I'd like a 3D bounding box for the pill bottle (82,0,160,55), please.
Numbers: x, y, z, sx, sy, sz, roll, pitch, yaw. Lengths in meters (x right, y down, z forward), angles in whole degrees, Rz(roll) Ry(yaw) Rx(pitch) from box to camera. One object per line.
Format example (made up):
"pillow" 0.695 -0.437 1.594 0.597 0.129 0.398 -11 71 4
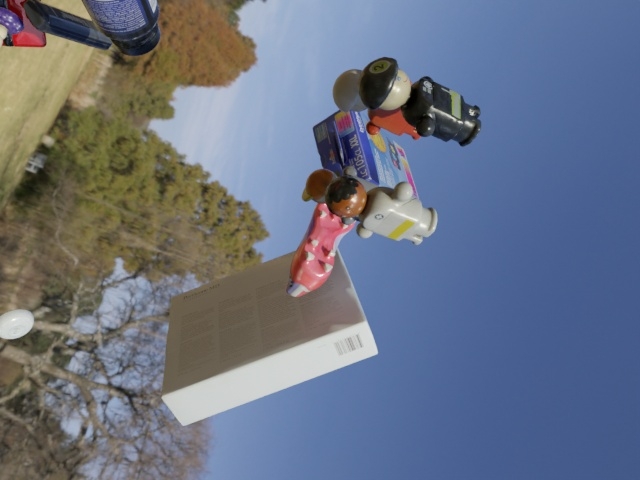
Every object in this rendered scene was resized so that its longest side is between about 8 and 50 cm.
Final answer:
"pill bottle" -0.355 -0.432 0.909 0.219 0.123 0.123 93 8 -69

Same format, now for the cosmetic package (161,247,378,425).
"cosmetic package" -0.109 0.161 1.018 0.377 0.097 0.284 -20 -145 1

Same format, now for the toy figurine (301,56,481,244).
"toy figurine" 0.072 -0.111 0.660 0.209 0.148 0.213 -67 -162 10

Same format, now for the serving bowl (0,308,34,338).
"serving bowl" -0.698 0.197 1.191 0.027 0.083 0.083 47 -67 31

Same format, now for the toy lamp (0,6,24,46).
"toy lamp" -0.735 -0.376 1.128 0.080 0.080 0.275 -21 -129 53

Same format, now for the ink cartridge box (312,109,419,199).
"ink cartridge box" 0.129 -0.217 1.556 0.151 0.395 0.270 -28 -119 29

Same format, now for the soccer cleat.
"soccer cleat" 0.000 0.000 0.940 0.095 0.083 0.248 -47 -167 37

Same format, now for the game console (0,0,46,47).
"game console" -0.770 -0.563 1.305 0.124 0.085 0.144 16 -64 26

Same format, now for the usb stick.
"usb stick" -0.589 -0.508 1.237 0.045 0.077 0.278 -28 -174 13
